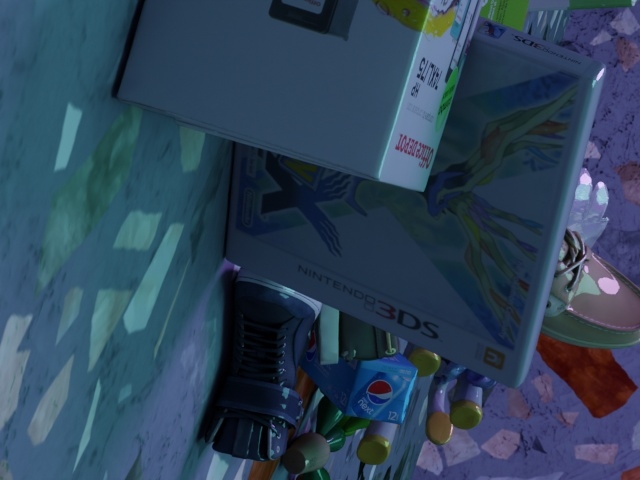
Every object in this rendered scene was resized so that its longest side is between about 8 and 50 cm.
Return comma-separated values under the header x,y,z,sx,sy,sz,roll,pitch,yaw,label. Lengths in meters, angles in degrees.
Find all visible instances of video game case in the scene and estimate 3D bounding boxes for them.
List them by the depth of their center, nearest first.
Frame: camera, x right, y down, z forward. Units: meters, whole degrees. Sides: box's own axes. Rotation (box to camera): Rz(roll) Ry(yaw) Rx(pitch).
x,y,z,sx,sy,sz,roll,pitch,yaw,label
0.063,-0.057,1.398,0.036,0.300,0.329,-47,153,-45,video game case

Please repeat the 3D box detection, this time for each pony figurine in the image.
x,y,z,sx,sy,sz,roll,pitch,yaw,label
0.166,0.065,2.101,0.363,0.303,0.351,-75,-174,-46,pony figurine

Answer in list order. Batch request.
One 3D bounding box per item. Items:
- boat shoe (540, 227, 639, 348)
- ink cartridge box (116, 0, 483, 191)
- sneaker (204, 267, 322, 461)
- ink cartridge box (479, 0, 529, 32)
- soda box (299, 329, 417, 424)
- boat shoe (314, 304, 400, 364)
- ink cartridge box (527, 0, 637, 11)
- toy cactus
x,y,z,sx,sy,sz,roll,pitch,yaw,label
0.257,0.030,1.930,0.109,0.302,0.098,-65,-175,-28,boat shoe
0.008,-0.191,1.196,0.198,0.197,0.270,2,106,-77,ink cartridge box
-0.058,0.126,1.626,0.226,0.086,0.163,79,28,-69,sneaker
0.097,-0.306,1.432,0.097,0.189,0.255,-24,134,-42,ink cartridge box
0.033,0.134,1.859,0.210,0.071,0.067,-139,-117,-67,soda box
0.046,-0.011,1.670,0.109,0.091,0.305,-99,-169,-59,boat shoe
0.183,-0.298,1.637,0.198,0.273,0.115,-51,137,-61,ink cartridge box
0.011,0.270,2.165,0.180,0.112,0.219,-19,135,-64,toy cactus
